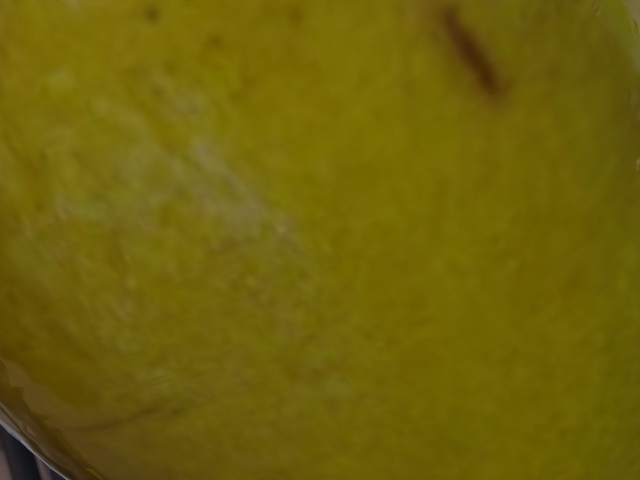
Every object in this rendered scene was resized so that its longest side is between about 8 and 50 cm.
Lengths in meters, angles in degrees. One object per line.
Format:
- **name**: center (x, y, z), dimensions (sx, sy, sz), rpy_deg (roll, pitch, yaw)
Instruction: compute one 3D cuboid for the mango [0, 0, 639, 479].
- **mango**: center (0.000, 0.000, 0.517), dimensions (0.301, 0.220, 0.445), rpy_deg (-16, 113, 9)
